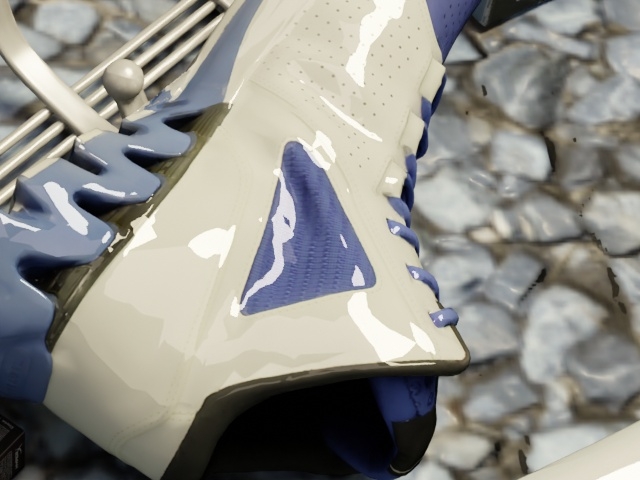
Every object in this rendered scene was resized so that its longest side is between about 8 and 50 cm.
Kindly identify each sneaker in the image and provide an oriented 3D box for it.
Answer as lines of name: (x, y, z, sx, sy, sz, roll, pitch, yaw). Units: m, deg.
sneaker: (-0.001, 0.001, 0.833, 0.182, 0.127, 0.315, 39, 57, 8)

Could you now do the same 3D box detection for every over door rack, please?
over door rack: (-0.200, -0.148, 0.906, 0.324, 0.108, 0.239, 36, 56, 17)

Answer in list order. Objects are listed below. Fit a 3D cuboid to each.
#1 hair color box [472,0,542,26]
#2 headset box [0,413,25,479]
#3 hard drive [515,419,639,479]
hair color box: (0.211, -0.270, 1.010, 0.374, 0.185, 0.113, -27, 62, -25)
headset box: (-0.166, 0.093, 0.782, 0.062, 0.032, 0.083, 32, 57, 14)
hard drive: (0.085, 0.208, 0.730, 0.353, 0.047, 0.233, -22, 60, -22)
